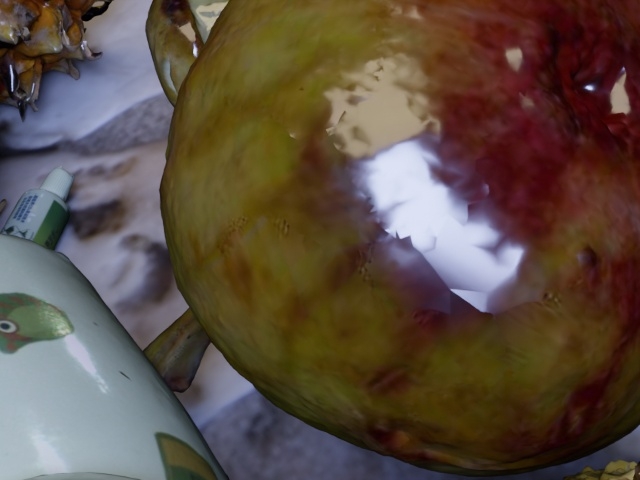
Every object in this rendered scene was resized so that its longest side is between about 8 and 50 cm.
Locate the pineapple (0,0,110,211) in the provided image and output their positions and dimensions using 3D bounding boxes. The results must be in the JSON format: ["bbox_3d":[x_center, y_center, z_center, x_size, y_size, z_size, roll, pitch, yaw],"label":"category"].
[{"bbox_3d":[-0.254,-0.081,0.739,0.263,0.262,0.271,-6,60,10],"label":"pineapple"}]

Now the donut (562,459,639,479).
[{"bbox_3d":[0.111,0.151,0.421,0.101,0.259,0.152,-9,78,28],"label":"donut"}]

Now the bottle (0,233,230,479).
[{"bbox_3d":[-0.103,0.164,0.439,0.229,0.229,0.351,-32,48,-14],"label":"bottle"}]

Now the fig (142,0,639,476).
[{"bbox_3d":[0.000,0.000,0.503,0.321,0.217,0.217,-25,31,47],"label":"fig"}]

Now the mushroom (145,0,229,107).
[{"bbox_3d":[0.078,-0.082,0.632,0.333,0.087,0.107,10,25,-3],"label":"mushroom"}]

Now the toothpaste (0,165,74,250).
[{"bbox_3d":[-0.189,0.034,0.719,0.049,0.031,0.204,3,50,21],"label":"toothpaste"}]
